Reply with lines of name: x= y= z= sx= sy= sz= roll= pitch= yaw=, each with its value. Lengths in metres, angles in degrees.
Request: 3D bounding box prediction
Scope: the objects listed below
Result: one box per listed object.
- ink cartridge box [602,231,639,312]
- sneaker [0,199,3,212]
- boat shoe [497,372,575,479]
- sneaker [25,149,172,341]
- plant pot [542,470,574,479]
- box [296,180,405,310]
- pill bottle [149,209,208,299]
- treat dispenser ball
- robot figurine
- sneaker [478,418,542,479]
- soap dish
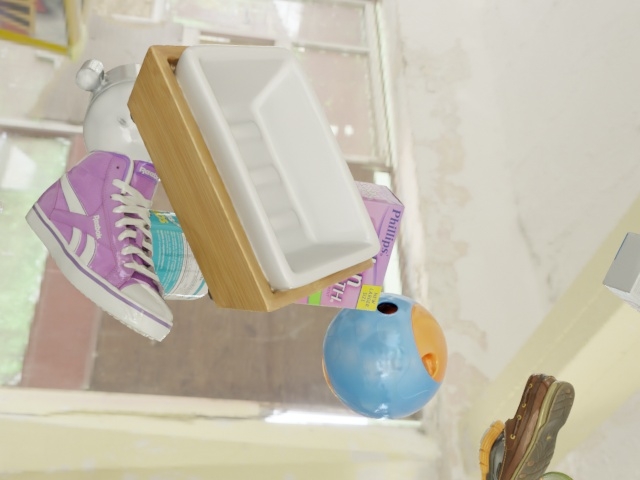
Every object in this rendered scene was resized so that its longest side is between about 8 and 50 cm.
ink cartridge box: x=0.482 y=0.055 z=1.244 sx=0.052 sy=0.122 sz=0.088 roll=23 pitch=-96 yaw=51
sneaker: x=-0.606 y=-0.068 z=1.312 sx=0.080 sy=0.212 sz=0.094 roll=-33 pitch=-111 yaw=50
boat shoe: x=0.271 y=0.258 z=1.107 sx=0.060 sy=0.064 sz=0.178 roll=25 pitch=-88 yaw=46
sneaker: x=-0.233 y=-0.014 z=0.998 sx=0.282 sy=0.161 sz=0.102 roll=42 pitch=-2 yaw=33
plant pot: x=0.360 y=0.404 z=1.323 sx=0.079 sy=0.083 sz=0.083 roll=29 pitch=60 yaw=-58
box: x=0.000 y=0.000 z=1.532 sx=0.117 sy=0.243 sz=0.213 roll=-122 pitch=-137 yaw=-62
pill bottle: x=-0.262 y=0.024 z=1.376 sx=0.146 sy=0.264 sz=0.146 roll=-5 pitch=-98 yaw=43
treat dispenser ball: x=0.145 y=0.262 z=1.921 sx=0.288 sy=0.288 sz=0.288 roll=-175 pitch=-90 yaw=-82
robot figurine: x=-0.356 y=-0.227 z=1.645 sx=0.200 sy=0.300 sz=0.353 roll=-44 pitch=-156 yaw=6
sneaker: x=0.281 y=0.362 z=1.232 sx=0.084 sy=0.083 sz=0.214 roll=-42 pitch=133 yaw=-39
soap dish: x=-0.071 y=-0.071 z=0.934 sx=0.229 sy=0.118 sz=0.290 roll=-19 pitch=84 yaw=-57
